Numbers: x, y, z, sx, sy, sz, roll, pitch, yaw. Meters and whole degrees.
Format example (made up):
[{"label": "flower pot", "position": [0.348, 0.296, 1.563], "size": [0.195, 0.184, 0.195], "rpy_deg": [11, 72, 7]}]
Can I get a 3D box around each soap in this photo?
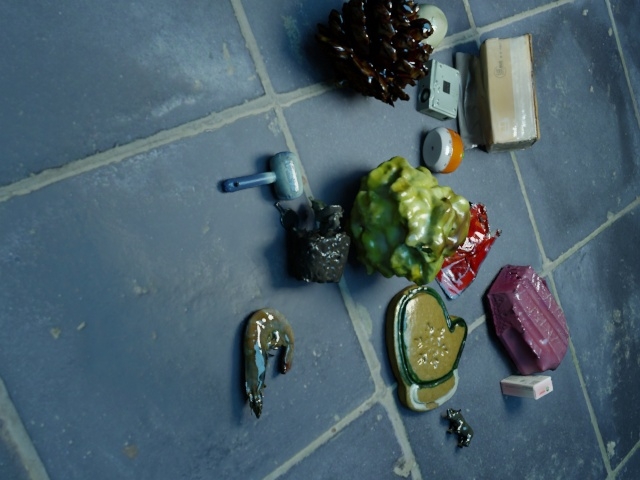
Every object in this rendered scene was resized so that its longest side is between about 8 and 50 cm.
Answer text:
[{"label": "soap", "position": [0.634, 0.248, 2.013], "size": [0.325, 0.127, 0.220], "rpy_deg": [53, 58, -17]}]

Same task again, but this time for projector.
[{"label": "projector", "position": [0.341, -0.430, 1.894], "size": [0.115, 0.061, 0.147], "rpy_deg": [12, 79, -33]}]

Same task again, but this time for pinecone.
[{"label": "pinecone", "position": [0.151, -0.484, 1.648], "size": [0.298, 0.242, 0.296], "rpy_deg": [44, 66, -19]}]

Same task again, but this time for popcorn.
[{"label": "popcorn", "position": [0.204, -0.058, 1.643], "size": [0.312, 0.312, 0.312], "rpy_deg": [3, 85, -36]}]

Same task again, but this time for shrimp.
[{"label": "shrimp", "position": [-0.118, 0.280, 1.520], "size": [0.144, 0.052, 0.250], "rpy_deg": [15, 78, -37]}]

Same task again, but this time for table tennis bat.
[{"label": "table tennis bat", "position": [-0.082, -0.059, 1.595], "size": [0.083, 0.007, 0.050], "rpy_deg": [51, 61, -24]}]

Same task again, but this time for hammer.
[{"label": "hammer", "position": [-0.134, -0.139, 1.535], "size": [0.194, 0.069, 0.116], "rpy_deg": [-14, 96, -27]}]

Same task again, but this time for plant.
[{"label": "plant", "position": [0.000, 0.000, 1.568], "size": [0.131, 0.142, 0.203], "rpy_deg": [7, 89, -27]}]

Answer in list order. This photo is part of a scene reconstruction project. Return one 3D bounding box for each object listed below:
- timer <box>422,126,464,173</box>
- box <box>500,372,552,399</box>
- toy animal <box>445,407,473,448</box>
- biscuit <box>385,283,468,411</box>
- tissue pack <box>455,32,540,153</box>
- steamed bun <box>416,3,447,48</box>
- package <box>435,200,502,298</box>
[{"label": "timer", "position": [0.358, -0.252, 1.869], "size": [0.136, 0.099, 0.136], "rpy_deg": [-5, 101, -30]}, {"label": "box", "position": [0.622, 0.438, 1.998], "size": [0.089, 0.125, 0.043], "rpy_deg": [-14, 95, -35]}, {"label": "toy animal", "position": [0.390, 0.523, 1.875], "size": [0.135, 0.047, 0.065], "rpy_deg": [53, 55, -19]}, {"label": "biscuit", "position": [0.306, 0.287, 1.822], "size": [0.287, 0.057, 0.343], "rpy_deg": [-11, 94, -36]}, {"label": "tissue pack", "position": [0.516, -0.422, 1.955], "size": [0.239, 0.239, 0.305], "rpy_deg": [-4, 89, -36]}, {"label": "steamed bun", "position": [0.307, -0.603, 1.861], "size": [0.113, 0.091, 0.129], "rpy_deg": [-11, 93, -38]}, {"label": "package", "position": [0.419, 0.016, 1.917], "size": [0.269, 0.071, 0.194], "rpy_deg": [-42, 96, -26]}]
